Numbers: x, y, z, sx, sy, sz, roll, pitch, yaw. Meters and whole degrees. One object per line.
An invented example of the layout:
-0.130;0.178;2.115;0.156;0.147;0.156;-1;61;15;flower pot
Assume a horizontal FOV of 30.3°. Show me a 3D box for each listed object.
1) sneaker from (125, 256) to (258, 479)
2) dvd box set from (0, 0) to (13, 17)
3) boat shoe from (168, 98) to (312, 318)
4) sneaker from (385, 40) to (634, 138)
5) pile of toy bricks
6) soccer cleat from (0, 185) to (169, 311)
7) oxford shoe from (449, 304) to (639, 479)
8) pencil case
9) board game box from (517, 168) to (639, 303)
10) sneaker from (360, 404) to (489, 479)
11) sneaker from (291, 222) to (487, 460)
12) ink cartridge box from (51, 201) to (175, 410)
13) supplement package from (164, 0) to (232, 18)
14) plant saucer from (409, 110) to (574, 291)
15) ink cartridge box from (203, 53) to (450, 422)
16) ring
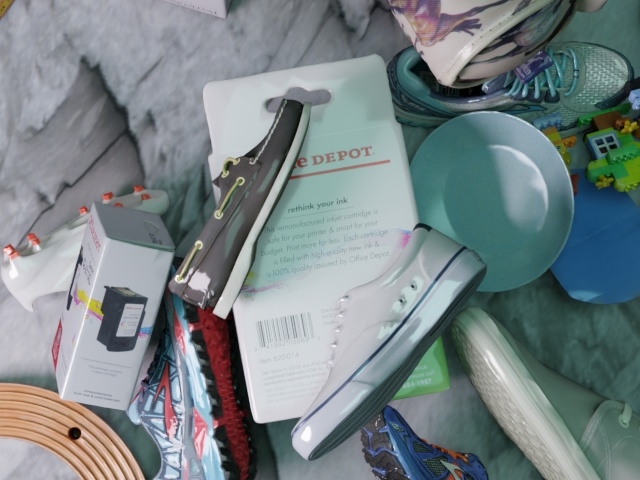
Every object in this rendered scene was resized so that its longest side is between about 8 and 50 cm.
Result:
-0.154;0.148;1.230;0.125;0.104;0.262;-14;78;17;sneaker
-0.331;-0.370;1.128;0.062;0.420;0.308;33;84;5;dvd box set
-0.076;-0.040;1.151;0.068;0.081;0.228;23;88;-1;boat shoe
0.206;-0.169;1.277;0.282;0.122;0.110;-4;84;-3;sneaker
0.325;-0.095;1.269;0.212;0.118;0.105;-17;66;-6;pile of toy bricks
-0.247;0.006;1.273;0.196;0.068;0.076;-27;114;-12;soccer cleat
0.302;0.226;1.218;0.130;0.169;0.449;-43;94;-3;oxford shoe
0.108;-0.348;1.185;0.183;0.160;0.410;-22;72;-20;pencil case
0.296;0.002;1.301;0.133;0.033;0.169;-26;66;-16;board game box
0.123;0.246;1.239;0.087;0.083;0.221;-48;113;-21;sneaker
0.050;0.096;1.148;0.091;0.094;0.258;38;79;19;sneaker
-0.213;0.063;1.198;0.072;0.127;0.175;13;103;-20;ink cartridge box
-0.156;-0.369;1.198;0.177;0.293;0.175;16;82;0;supplement package
0.184;-0.043;1.275;0.194;0.037;0.195;4;99;28;plant saucer
0.000;0.000;1.250;0.207;0.119;0.354;-9;85;-3;ink cartridge box
-0.339;0.318;1.244;0.336;0.032;0.337;0;84;-3;ring
